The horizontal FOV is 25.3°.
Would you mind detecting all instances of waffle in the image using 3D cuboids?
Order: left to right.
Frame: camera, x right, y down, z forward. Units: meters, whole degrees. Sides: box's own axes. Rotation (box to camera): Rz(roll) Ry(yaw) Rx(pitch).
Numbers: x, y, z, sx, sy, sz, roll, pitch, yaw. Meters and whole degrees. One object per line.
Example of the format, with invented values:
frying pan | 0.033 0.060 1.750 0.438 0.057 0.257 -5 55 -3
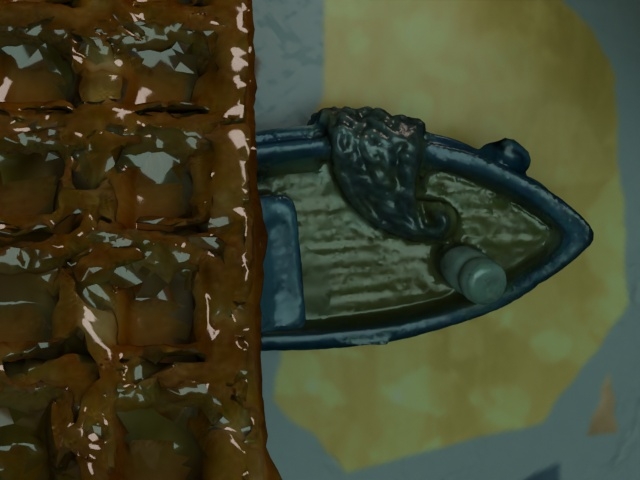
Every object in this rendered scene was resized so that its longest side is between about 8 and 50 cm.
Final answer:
waffle | -0.126 -0.020 0.506 0.212 0.091 0.308 0 61 -7

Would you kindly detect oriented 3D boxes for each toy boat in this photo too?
toy boat | 0.000 0.000 0.615 0.237 0.098 0.109 -5 102 -10
